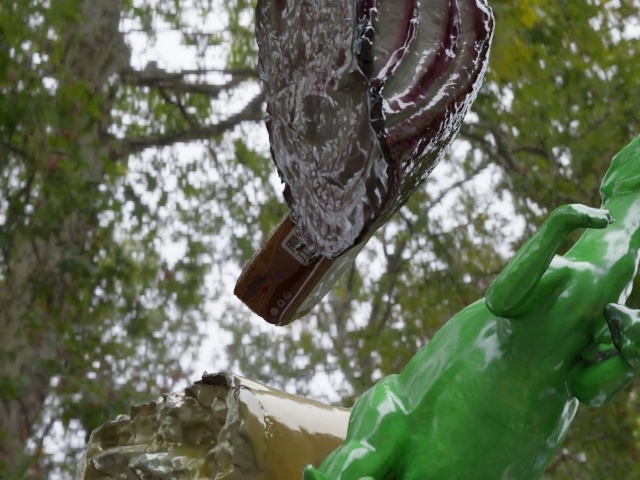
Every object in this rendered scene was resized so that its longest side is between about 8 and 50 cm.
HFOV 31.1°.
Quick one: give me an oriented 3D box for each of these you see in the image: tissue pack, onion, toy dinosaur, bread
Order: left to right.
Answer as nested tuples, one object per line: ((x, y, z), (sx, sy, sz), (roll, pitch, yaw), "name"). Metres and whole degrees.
((-0.059, 0.259, 0.999), (0.270, 0.211, 0.315), (24, -31, -34), "bread")
((0.000, 0.000, 1.489), (0.092, 0.183, 0.226), (42, -78, 12), "tissue pack")
((0.037, -0.141, 0.939), (0.146, 0.314, 0.280), (-7, -19, -18), "onion")
((0.060, 0.125, 0.754), (0.144, 0.374, 0.500), (40, -41, -3), "toy dinosaur")
